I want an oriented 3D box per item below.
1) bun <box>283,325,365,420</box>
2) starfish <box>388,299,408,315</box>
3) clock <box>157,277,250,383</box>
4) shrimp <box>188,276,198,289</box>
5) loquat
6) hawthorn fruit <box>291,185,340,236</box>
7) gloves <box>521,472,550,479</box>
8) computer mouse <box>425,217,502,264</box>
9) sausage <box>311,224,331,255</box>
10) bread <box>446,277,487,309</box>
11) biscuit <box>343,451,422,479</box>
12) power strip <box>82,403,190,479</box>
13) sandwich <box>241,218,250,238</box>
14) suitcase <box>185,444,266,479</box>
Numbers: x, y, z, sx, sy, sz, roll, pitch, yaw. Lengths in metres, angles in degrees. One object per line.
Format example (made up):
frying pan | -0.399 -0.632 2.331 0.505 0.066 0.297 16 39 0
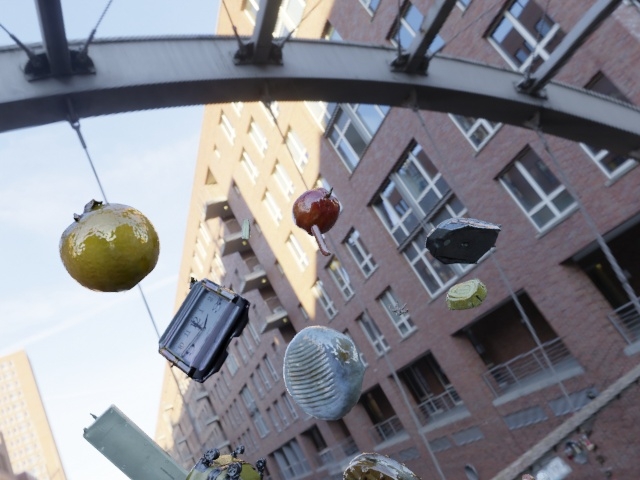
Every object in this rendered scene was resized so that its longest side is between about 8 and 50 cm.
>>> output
bun | 0.021 0.502 1.877 0.211 0.361 0.362 -11 -27 -48
starfish | 0.328 0.285 2.032 0.078 0.091 0.028 -12 -60 2
clock | -0.309 0.236 1.288 0.083 0.187 0.253 44 -108 -46
shrimp | -0.448 0.178 1.733 0.043 0.091 0.184 -36 -17 -23
loquat | -0.593 0.014 1.368 0.275 0.274 0.274 -27 -19 -10
hawthorn fruit | -0.011 -0.141 2.104 0.205 0.205 0.253 -15 -29 -37
gloves | 0.570 0.720 1.257 0.140 0.218 0.131 8 -68 -1
computer mouse | 0.358 -0.007 1.226 0.232 0.071 0.126 2 -53 -27
sausage | 0.000 0.000 1.919 0.030 0.147 0.035 -1 -35 -39
bread | 0.527 0.199 1.757 0.156 0.064 0.117 -23 18 51
biscuit | 0.234 0.881 1.695 0.103 0.332 0.332 -42 -6 -46
power strip | -0.493 0.592 1.324 0.106 0.367 0.043 -45 12 -20
sandwich | -0.274 -0.035 1.791 0.031 0.083 0.044 0 -26 -1
suitcase | -0.253 0.617 1.157 0.234 0.143 0.194 -64 -23 -11
